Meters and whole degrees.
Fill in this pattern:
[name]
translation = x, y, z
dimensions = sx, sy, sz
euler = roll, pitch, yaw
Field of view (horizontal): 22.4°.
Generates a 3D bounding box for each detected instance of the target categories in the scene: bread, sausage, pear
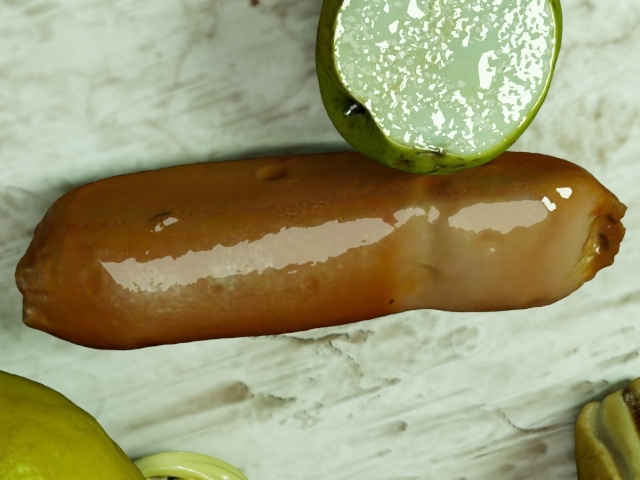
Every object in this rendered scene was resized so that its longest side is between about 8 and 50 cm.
[bread]
translation = 0.211, 0.191, 1.041
dimensions = 0.077, 0.116, 0.200
euler = -11, 119, 4
[sausage]
translation = 0.000, -0.001, 0.932
dimensions = 0.348, 0.094, 0.097
euler = -6, 132, -4
[pear]
translation = 0.058, -0.107, 0.875
dimensions = 0.141, 0.104, 0.141
euler = -2, 97, -15

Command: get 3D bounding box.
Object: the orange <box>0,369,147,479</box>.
[orange]
translation = -0.221, 0.208, 0.936
dimensions = 0.279, 0.235, 0.279
euler = 8, 123, 13

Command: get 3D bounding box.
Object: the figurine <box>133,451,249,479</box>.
[figurine]
translation = -0.040, 0.189, 1.046
dimensions = 0.187, 0.083, 0.083
euler = 15, 116, -6
